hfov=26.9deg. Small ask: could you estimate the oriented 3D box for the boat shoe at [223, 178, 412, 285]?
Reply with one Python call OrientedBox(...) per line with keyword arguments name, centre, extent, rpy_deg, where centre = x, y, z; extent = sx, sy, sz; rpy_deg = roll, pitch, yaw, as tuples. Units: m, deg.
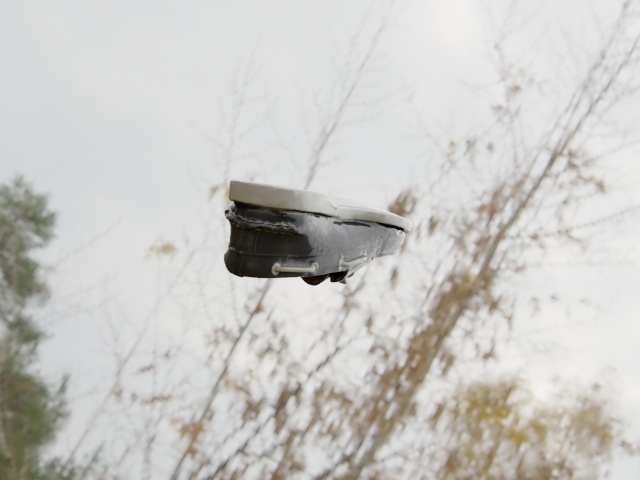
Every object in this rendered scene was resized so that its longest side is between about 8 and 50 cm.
OrientedBox(name="boat shoe", centre=(0.000, 0.000, 0.542), extent=(0.046, 0.038, 0.125), rpy_deg=(12, 2, 24))
